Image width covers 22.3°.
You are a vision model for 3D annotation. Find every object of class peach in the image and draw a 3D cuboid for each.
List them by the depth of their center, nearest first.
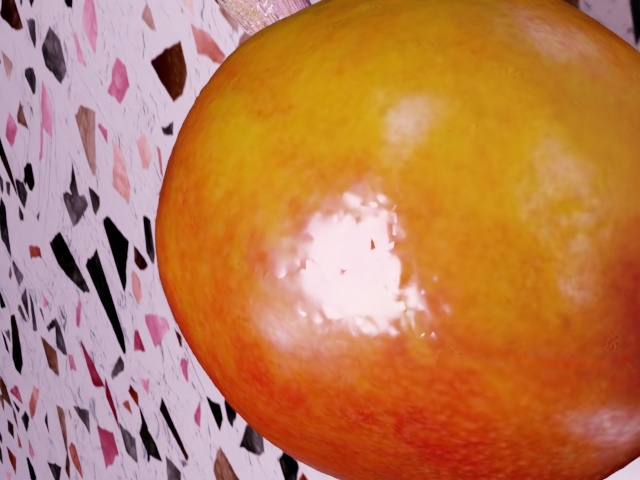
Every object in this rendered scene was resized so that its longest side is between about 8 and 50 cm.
[{"bbox_3d":[0.073,0.003,0.893,0.332,0.308,0.308,24,125,39],"label":"peach"}]

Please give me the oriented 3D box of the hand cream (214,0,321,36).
[{"bbox_3d":[-0.022,-0.160,1.239,0.203,0.084,0.084,60,150,22],"label":"hand cream"}]
